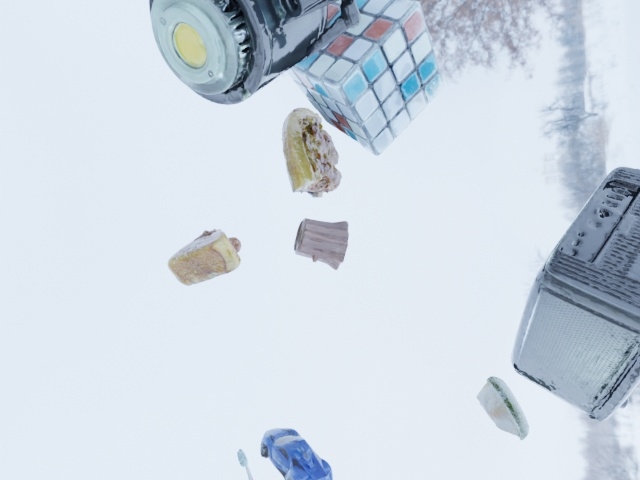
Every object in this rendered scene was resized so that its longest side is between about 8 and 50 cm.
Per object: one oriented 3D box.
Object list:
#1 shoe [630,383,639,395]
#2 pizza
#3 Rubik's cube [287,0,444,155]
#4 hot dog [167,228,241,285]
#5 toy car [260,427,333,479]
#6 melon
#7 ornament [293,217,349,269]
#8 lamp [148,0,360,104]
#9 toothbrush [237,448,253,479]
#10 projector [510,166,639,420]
[{"bbox_3d":[0.758,0.353,1.054,0.180,0.089,0.092,-26,-33,-23],"label":"shoe"},{"bbox_3d":[-0.025,-0.250,1.230,0.278,0.114,0.409,60,-155,-29],"label":"pizza"},{"bbox_3d":[0.106,-0.413,1.014,0.256,0.253,0.259,-48,-40,2],"label":"Rubik's cube"},{"bbox_3d":[-0.372,0.051,1.391,0.150,0.256,0.153,62,-153,-18],"label":"hot dog"},{"bbox_3d":[-0.057,0.482,0.927,0.103,0.216,0.063,2,-77,-37],"label":"toy car"},{"bbox_3d":[0.471,0.427,1.099,0.140,0.093,0.202,60,-170,-12],"label":"melon"},{"bbox_3d":[0.000,0.000,1.940,0.217,0.221,0.235,14,-90,-12],"label":"ornament"},{"bbox_3d":[-0.134,-0.349,0.659,0.272,0.374,0.205,-39,-57,-24],"label":"lamp"},{"bbox_3d":[-0.171,0.696,1.108,0.269,0.021,0.027,64,-164,19],"label":"toothbrush"},{"bbox_3d":[0.624,0.117,0.890,0.395,0.242,0.405,-41,-40,-23],"label":"projector"}]
